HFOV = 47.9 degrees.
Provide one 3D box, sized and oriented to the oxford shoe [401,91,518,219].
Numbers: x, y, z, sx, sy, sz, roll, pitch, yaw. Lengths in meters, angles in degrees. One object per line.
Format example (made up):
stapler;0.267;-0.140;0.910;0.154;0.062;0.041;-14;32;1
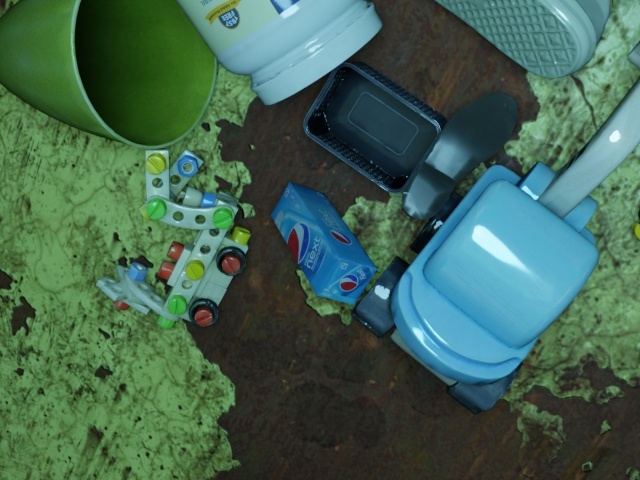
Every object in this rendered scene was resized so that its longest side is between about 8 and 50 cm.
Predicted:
oxford shoe;0.184;-0.116;0.988;0.076;0.076;0.212;43;90;3

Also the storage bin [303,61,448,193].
storage bin;0.082;-0.167;1.051;0.180;0.084;0.122;35;111;6

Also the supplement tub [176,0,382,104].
supplement tub;-0.086;-0.369;0.947;0.235;0.235;0.325;-28;110;22

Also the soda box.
soda box;0.000;0.000;1.059;0.071;0.210;0.067;16;115;-33

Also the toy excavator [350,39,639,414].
toy excavator;0.283;-0.034;0.889;0.222;0.433;0.445;40;154;5

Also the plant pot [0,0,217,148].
plant pot;-0.355;-0.285;1.090;0.293;0.274;0.275;9;107;33

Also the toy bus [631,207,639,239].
toy bus;0.506;-0.042;0.878;0.149;0.211;0.220;35;110;8

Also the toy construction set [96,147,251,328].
toy construction set;-0.238;0.019;1.167;0.215;0.151;0.328;25;121;-16

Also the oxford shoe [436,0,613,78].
oxford shoe;0.197;-0.395;0.939;0.130;0.169;0.449;-41;79;-18
